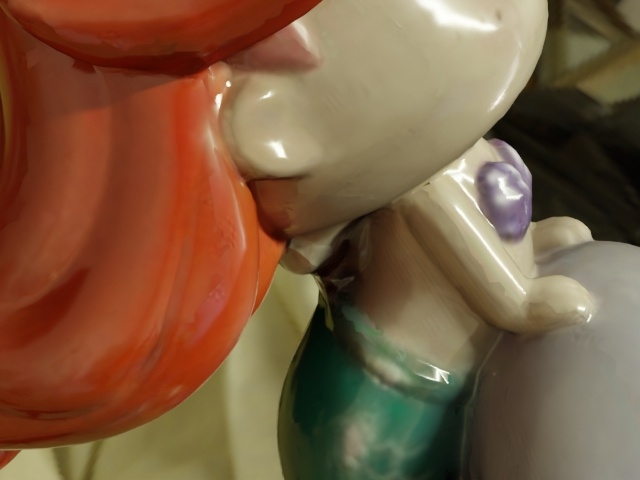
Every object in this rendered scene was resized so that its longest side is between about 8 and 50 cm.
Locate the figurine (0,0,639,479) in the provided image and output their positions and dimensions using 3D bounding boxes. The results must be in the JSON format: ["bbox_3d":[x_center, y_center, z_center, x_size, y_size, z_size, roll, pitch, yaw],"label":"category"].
[{"bbox_3d":[0.001,0.001,0.381,0.257,0.208,0.181,54,50,-9],"label":"figurine"}]
